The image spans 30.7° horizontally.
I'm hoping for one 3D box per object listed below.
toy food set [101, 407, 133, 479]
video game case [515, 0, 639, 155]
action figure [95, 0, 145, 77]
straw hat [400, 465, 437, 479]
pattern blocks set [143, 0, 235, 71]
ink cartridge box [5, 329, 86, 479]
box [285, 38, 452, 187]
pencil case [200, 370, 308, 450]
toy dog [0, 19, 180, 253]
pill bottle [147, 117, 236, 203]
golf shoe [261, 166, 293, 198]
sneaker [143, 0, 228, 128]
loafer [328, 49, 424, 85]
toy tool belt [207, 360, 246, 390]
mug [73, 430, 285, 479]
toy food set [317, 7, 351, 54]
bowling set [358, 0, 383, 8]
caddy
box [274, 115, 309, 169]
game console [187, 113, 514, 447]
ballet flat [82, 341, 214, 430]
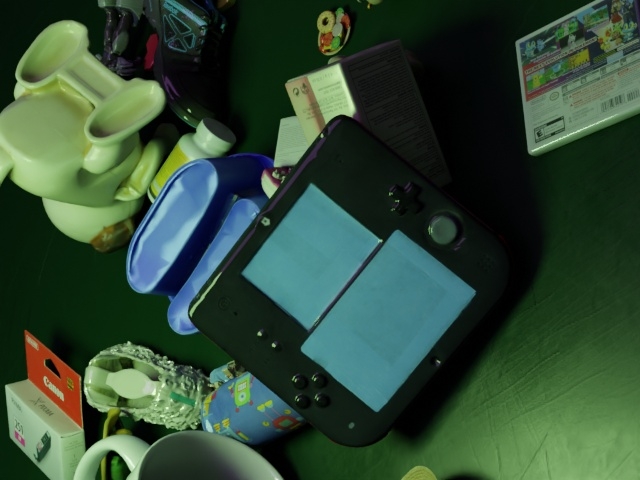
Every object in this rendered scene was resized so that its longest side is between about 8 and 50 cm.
[{"bbox_3d":[-0.362,0.397,2.143,0.218,0.071,0.128,101,170,-51],"label":"toy food set"},{"bbox_3d":[0.361,-0.232,1.601,0.201,0.023,0.183,-23,61,43],"label":"video game case"},{"bbox_3d":[-0.437,-0.412,2.485,0.185,0.099,0.285,23,102,51],"label":"action figure"},{"bbox_3d":[0.156,0.380,1.598,0.144,0.061,0.144,-40,44,54],"label":"straw hat"},{"bbox_3d":[-0.261,-0.509,2.383,0.285,0.026,0.324,4,80,48],"label":"pattern blocks set"},{"bbox_3d":[-0.556,0.339,2.341,0.275,0.060,0.239,25,122,49],"label":"ink cartridge box"},{"bbox_3d":[0.073,-0.160,1.727,0.127,0.149,0.232,-12,102,47],"label":"box"},{"bbox_3d":[-0.059,0.232,1.840,0.306,0.119,0.133,-36,50,35],"label":"pencil case"},{"bbox_3d":[-0.445,-0.139,2.227,0.285,0.408,0.395,29,69,15],"label":"toy dog"},{"bbox_3d":[-0.236,-0.135,2.172,0.184,0.103,0.103,-53,45,23],"label":"pill bottle"},{"bbox_3d":[0.000,0.000,1.829,0.306,0.115,0.140,42,122,31],"label":"golf shoe"},{"bbox_3d":[-0.244,-0.371,2.231,0.140,0.125,0.340,-29,67,30],"label":"sneaker"},{"bbox_3d":[0.056,-0.260,1.890,0.268,0.102,0.092,-19,70,44],"label":"loafer"},{"bbox_3d":[-0.170,0.238,2.015,0.083,0.051,0.052,-30,56,39],"label":"toy tool belt"},{"bbox_3d":[-0.255,0.472,1.835,0.374,0.276,0.328,46,124,19],"label":"mug"},{"bbox_3d":[0.023,-0.363,2.022,0.083,0.020,0.083,0,77,48],"label":"toy food set"},{"bbox_3d":[0.164,-0.501,1.846,0.200,0.154,0.287,16,88,31],"label":"bowling set"},{"bbox_3d":[-0.170,0.009,2.002,0.241,0.179,0.341,43,111,21],"label":"caddy"},{"bbox_3d":[-0.005,-0.153,1.921,0.102,0.101,0.087,-2,75,48],"label":"box"},{"bbox_3d":[0.044,0.068,1.649,0.386,0.342,0.060,-52,0,13],"label":"game console"},{"bbox_3d":[-0.353,0.258,2.153,0.409,0.147,0.147,0,77,49],"label":"ballet flat"}]
